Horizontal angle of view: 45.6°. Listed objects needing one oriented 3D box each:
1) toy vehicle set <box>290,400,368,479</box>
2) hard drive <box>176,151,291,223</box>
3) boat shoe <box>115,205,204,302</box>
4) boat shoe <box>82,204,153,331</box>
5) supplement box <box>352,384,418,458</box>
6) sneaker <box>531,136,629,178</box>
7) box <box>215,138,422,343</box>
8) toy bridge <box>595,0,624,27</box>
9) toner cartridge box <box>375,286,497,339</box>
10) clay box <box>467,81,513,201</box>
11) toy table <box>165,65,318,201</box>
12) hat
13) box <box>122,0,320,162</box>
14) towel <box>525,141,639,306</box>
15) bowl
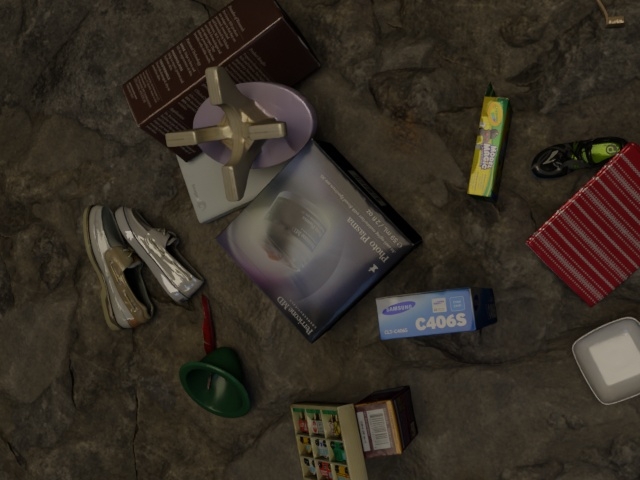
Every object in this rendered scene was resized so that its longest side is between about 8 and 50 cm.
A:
[{"bbox_3d":[0.013,0.412,1.540,0.035,0.267,0.166,-8,83,-24],"label":"toy vehicle set"},{"bbox_3d":[-0.169,-0.189,1.724,0.307,0.040,0.203,-23,81,16],"label":"hard drive"},{"bbox_3d":[-0.368,0.015,1.753,0.088,0.096,0.268,-39,78,9],"label":"boat shoe"},{"bbox_3d":[-0.466,0.055,1.781,0.103,0.113,0.303,-14,94,16],"label":"boat shoe"},{"bbox_3d":[0.133,0.359,1.520,0.080,0.188,0.104,-12,84,16],"label":"supplement box"},{"bbox_3d":[0.502,-0.167,1.478,0.188,0.078,0.067,-12,84,18],"label":"sneaker"},{"bbox_3d":[0.000,0.000,1.569,0.296,0.182,0.294,46,103,7],"label":"box"},{"bbox_3d":[0.567,-0.514,1.500,0.063,0.026,0.188,1,88,20],"label":"toy bridge"},{"bbox_3d":[0.226,0.132,1.416,0.165,0.348,0.075,-9,83,17],"label":"toner cartridge box"},{"bbox_3d":[0.340,-0.192,1.508,0.053,0.127,0.222,11,92,18],"label":"clay box"},{"bbox_3d":[-0.160,-0.215,1.494,0.274,0.161,0.252,-14,99,26],"label":"toy table"},{"bbox_3d":[-0.207,0.266,1.725,0.172,0.184,0.209,2,130,25],"label":"hat"},{"bbox_3d":[-0.214,-0.357,1.642,0.381,0.191,0.143,-32,61,11],"label":"box"},{"bbox_3d":[0.554,-0.028,1.451,0.199,0.031,0.275,43,103,-8],"label":"towel"},{"bbox_3d":[0.568,0.226,1.453,0.142,0.053,0.142,-29,79,16],"label":"bowl"}]
